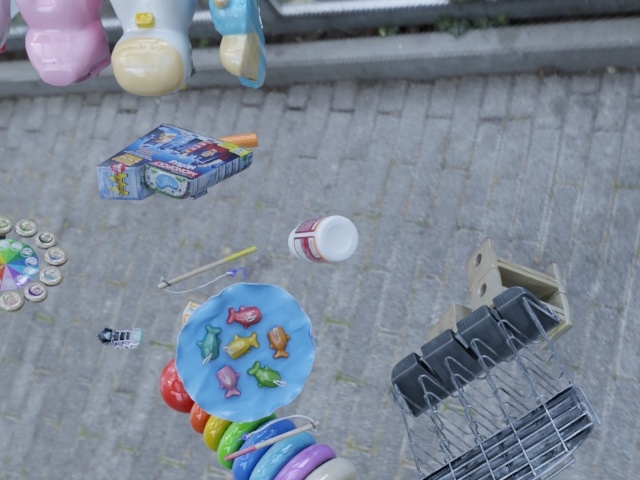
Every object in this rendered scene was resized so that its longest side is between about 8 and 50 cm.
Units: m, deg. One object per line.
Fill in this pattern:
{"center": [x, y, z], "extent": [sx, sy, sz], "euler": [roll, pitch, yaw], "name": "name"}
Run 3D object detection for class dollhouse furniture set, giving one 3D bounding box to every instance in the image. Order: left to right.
{"center": [0.262, 0.114, 1.352], "extent": [0.183, 0.129, 0.129], "euler": [-56, 21, 39], "name": "dollhouse furniture set"}

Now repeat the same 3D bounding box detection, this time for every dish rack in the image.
{"center": [0.180, 0.175, 0.942], "extent": [0.208, 0.074, 0.271], "euler": [-37, 26, 13], "name": "dish rack"}

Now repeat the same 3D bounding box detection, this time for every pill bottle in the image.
{"center": [0.000, 0.000, 1.660], "extent": [0.152, 0.086, 0.086], "euler": [-4, 67, 64], "name": "pill bottle"}

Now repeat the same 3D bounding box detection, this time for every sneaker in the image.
{"center": [-0.363, 0.172, 1.592], "extent": [0.098, 0.069, 0.038], "euler": [-24, 56, 47], "name": "sneaker"}

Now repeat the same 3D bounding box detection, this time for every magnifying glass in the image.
{"center": [-0.233, -0.173, 1.693], "extent": [0.231, 0.092, 0.026], "euler": [-9, 57, 1], "name": "magnifying glass"}

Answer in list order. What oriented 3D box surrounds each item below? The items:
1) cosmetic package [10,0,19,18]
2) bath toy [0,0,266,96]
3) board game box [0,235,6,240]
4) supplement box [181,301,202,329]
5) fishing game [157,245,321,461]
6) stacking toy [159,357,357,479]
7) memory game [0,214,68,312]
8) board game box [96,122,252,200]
{"center": [-0.478, -0.262, 1.111], "extent": [0.117, 0.085, 0.231], "euler": [-7, 40, 27], "name": "cosmetic package"}
{"center": [-0.232, -0.213, 0.891], "extent": [0.348, 0.129, 0.151], "euler": [4, 69, 9], "name": "bath toy"}
{"center": [-0.717, 0.004, 1.731], "extent": [0.141, 0.170, 0.048], "euler": [16, 110, 12], "name": "board game box"}
{"center": [-0.160, 0.139, 1.236], "extent": [0.062, 0.036, 0.098], "euler": [11, 115, 5], "name": "supplement box"}
{"center": [-0.090, 0.146, 1.155], "extent": [0.189, 0.041, 0.264], "euler": [-18, 99, -15], "name": "fishing game"}
{"center": [-0.107, 0.275, 1.292], "extent": [0.330, 0.141, 0.141], "euler": [38, 92, 26], "name": "stacking toy"}
{"center": [-0.489, 0.033, 1.391], "extent": [0.186, 0.012, 0.186], "euler": [8, 51, -10], "name": "memory game"}
{"center": [-0.240, -0.109, 1.400], "extent": [0.194, 0.194, 0.060], "euler": [20, 124, 31], "name": "board game box"}
